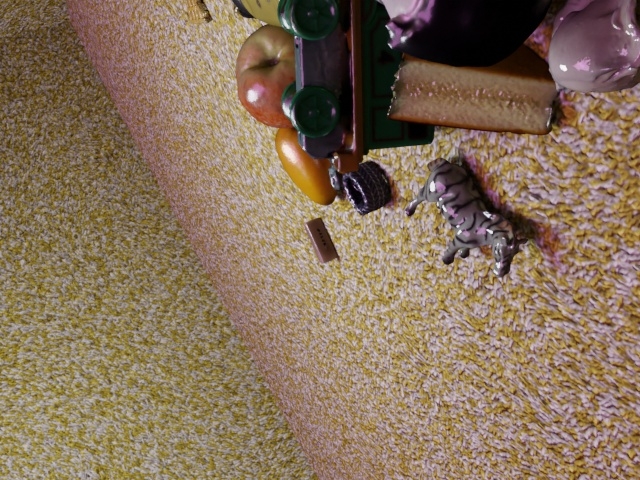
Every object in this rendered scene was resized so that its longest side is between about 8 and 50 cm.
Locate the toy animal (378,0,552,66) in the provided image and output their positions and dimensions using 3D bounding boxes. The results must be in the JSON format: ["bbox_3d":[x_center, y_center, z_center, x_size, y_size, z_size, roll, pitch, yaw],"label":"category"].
[{"bbox_3d":[0.187,-0.388,0.906,0.251,0.251,0.310,53,144,31],"label":"toy animal"}]

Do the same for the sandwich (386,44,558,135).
[{"bbox_3d":[0.223,-0.228,1.112,0.235,0.128,0.122,12,138,11],"label":"sandwich"}]

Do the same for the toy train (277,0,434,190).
[{"bbox_3d":[0.063,-0.294,1.262,0.178,0.249,0.429,-115,23,-72],"label":"toy train"}]

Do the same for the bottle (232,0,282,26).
[{"bbox_3d":[-0.076,-0.496,1.472,0.351,0.171,0.172,34,142,55],"label":"bottle"}]

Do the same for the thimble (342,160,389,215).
[{"bbox_3d":[0.093,-0.110,1.603,0.104,0.066,0.095,67,161,2],"label":"thimble"}]

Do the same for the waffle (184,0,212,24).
[{"bbox_3d":[-0.355,-0.691,2.120,0.125,0.032,0.191,29,138,60],"label":"waffle"}]

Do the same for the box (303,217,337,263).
[{"bbox_3d":[0.000,0.000,1.957,0.025,0.048,0.115,-30,83,60],"label":"box"}]

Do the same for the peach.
[{"bbox_3d":[-0.074,-0.338,1.629,0.232,0.232,0.232,50,153,37],"label":"peach"}]

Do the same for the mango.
[{"bbox_3d":[-0.024,-0.176,1.767,0.219,0.112,0.145,61,161,-17],"label":"mango"}]

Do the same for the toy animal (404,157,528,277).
[{"bbox_3d":[0.247,-0.024,1.312,0.255,0.089,0.170,49,148,33],"label":"toy animal"}]

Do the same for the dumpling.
[{"bbox_3d":[0.325,-0.234,0.896,0.188,0.108,0.127,-150,66,-78],"label":"dumpling"}]
